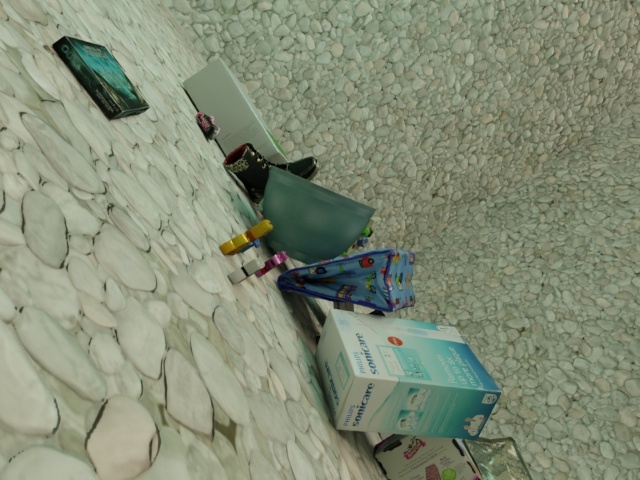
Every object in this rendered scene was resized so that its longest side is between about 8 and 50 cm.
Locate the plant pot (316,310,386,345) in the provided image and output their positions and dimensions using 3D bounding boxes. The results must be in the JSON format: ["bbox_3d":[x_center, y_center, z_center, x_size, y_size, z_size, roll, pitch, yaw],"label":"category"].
[{"bbox_3d":[0.102,0.252,1.161,0.167,0.165,0.167,56,5,-8],"label":"plant pot"}]

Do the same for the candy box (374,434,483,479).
[{"bbox_3d":[0.236,0.487,1.012,0.234,0.159,0.071,58,3,7],"label":"candy box"}]

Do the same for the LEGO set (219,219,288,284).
[{"bbox_3d":[-0.115,0.013,0.927,0.087,0.093,0.227,57,5,2],"label":"LEGO set"}]

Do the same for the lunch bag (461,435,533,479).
[{"bbox_3d":[0.422,0.665,1.216,0.287,0.168,0.235,-100,-160,-55],"label":"lunch bag"}]

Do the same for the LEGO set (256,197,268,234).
[{"bbox_3d":[-0.064,-0.017,1.451,0.287,0.132,0.107,32,19,-18],"label":"LEGO set"}]

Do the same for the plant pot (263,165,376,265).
[{"bbox_3d":[-0.027,-0.048,1.295,0.292,0.196,0.293,22,5,-2],"label":"plant pot"}]

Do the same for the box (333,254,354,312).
[{"bbox_3d":[0.063,0.166,1.397,0.183,0.056,0.231,-67,153,-84],"label":"box"}]

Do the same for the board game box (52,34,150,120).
[{"bbox_3d":[-0.341,-0.257,0.801,0.126,0.026,0.186,55,5,-18],"label":"board game box"}]

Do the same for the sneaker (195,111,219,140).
[{"bbox_3d":[-0.324,-0.327,1.415,0.057,0.047,0.119,32,17,-43],"label":"sneaker"}]

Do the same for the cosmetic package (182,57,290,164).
[{"bbox_3d":[-0.263,-0.366,1.600,0.366,0.155,0.197,59,6,8],"label":"cosmetic package"}]

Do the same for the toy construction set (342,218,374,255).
[{"bbox_3d":[0.000,0.000,1.745,0.308,0.237,0.257,30,-14,15],"label":"toy construction set"}]

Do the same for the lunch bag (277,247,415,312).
[{"bbox_3d":[0.054,0.090,1.168,0.221,0.293,0.138,8,81,-67],"label":"lunch bag"}]

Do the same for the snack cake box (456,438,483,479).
[{"bbox_3d":[0.280,0.535,1.190,0.089,0.152,0.264,55,6,-25],"label":"snack cake box"}]

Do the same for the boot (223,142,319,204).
[{"bbox_3d":[-0.139,-0.210,1.423,0.178,0.236,0.085,48,26,-42],"label":"boot"}]

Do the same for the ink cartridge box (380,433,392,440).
[{"bbox_3d":[0.192,0.369,1.265,0.100,0.171,0.237,51,8,-49],"label":"ink cartridge box"}]

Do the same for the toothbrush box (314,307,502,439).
[{"bbox_3d":[0.157,0.257,0.977,0.295,0.126,0.216,10,22,-15],"label":"toothbrush box"}]
